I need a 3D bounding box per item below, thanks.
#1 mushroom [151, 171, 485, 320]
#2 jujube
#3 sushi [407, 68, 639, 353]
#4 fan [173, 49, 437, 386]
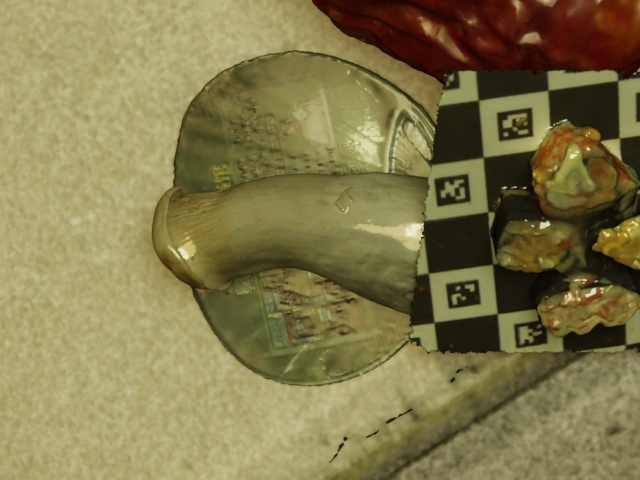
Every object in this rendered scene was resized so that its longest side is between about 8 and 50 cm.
[{"bbox_3d":[-0.002,-0.003,1.051,0.223,0.092,0.081,4,52,11],"label":"mushroom"},{"bbox_3d":[0.093,-0.177,0.985,0.250,0.174,0.174,32,99,16],"label":"jujube"},{"bbox_3d":[0.154,-0.001,0.966,0.193,0.040,0.210,0,126,-3],"label":"sushi"},{"bbox_3d":[0.031,0.000,1.089,0.294,0.012,0.223,17,97,13],"label":"fan"}]
